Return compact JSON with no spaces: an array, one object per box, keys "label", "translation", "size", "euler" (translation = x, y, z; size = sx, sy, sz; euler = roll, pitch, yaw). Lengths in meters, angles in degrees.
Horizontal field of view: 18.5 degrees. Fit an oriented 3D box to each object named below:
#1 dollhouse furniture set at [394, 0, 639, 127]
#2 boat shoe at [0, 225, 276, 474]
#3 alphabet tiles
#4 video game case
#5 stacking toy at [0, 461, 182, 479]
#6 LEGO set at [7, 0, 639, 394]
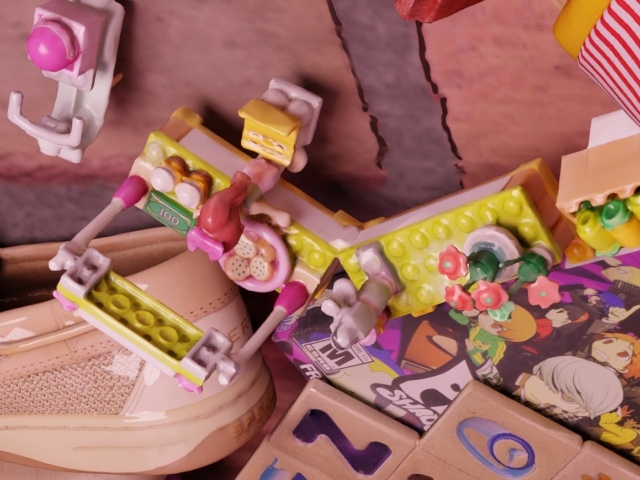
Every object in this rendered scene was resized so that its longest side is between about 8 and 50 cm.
[{"label":"dollhouse furniture set","translation":[0.188,-0.134,0.480],"size":[0.201,0.152,0.374],"euler":[49,143,18]},{"label":"boat shoe","translation":[-0.188,0.040,0.937],"size":[0.341,0.122,0.110],"euler":[-3,117,19]},{"label":"alphabet tiles","translation":[0.115,0.188,0.960],"size":[0.342,0.011,0.285],"euler":[28,141,-4]},{"label":"video game case","translation":[0.125,0.087,0.886],"size":[0.210,0.042,0.232],"euler":[-16,126,37]},{"label":"stacking toy","translation":[-0.109,0.235,1.018],"size":[0.141,0.141,0.330],"euler":[0,118,25]},{"label":"LEGO set","translation":[0.000,0.000,0.766],"size":[0.287,0.107,0.132],"euler":[16,126,20]}]
